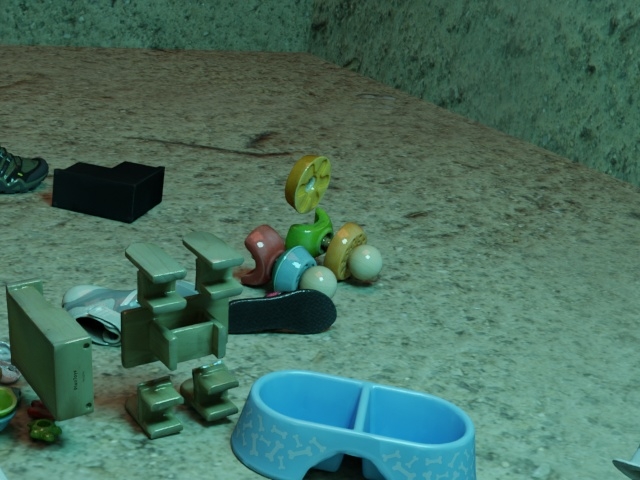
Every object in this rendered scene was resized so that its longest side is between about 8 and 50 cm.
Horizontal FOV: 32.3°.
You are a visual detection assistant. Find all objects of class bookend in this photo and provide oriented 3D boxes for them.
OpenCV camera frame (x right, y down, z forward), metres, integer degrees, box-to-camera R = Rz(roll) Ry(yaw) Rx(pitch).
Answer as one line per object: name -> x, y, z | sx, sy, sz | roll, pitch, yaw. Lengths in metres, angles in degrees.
bookend -> -0.389, -0.101, 2.040 | 0.157, 0.072, 0.156 | 11, 18, 9

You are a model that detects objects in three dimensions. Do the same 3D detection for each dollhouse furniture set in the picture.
dollhouse furniture set -> -0.228, 0.106, 1.316 | 0.242, 0.212, 0.161 | -12, 27, -31

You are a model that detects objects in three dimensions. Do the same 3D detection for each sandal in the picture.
sandal -> -0.062, 0.103, 1.631 | 0.179, 0.067, 0.040 | -1, 10, -20

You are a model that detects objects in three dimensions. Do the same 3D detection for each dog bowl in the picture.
dog bowl -> 0.044, 0.227, 1.308 | 0.297, 0.074, 0.166 | 10, 19, 4

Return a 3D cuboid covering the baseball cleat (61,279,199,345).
baseball cleat -> -0.256, 0.107, 1.549 | 0.206, 0.072, 0.109 | -3, 36, -19

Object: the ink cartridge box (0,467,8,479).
ink cartridge box -> -0.383, 0.212, 0.976 | 0.219, 0.092, 0.160 | 51, 32, 19

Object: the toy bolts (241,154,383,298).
toy bolts -> 0.000, 0.000, 1.778 | 0.158, 0.218, 0.228 | 26, 43, 25

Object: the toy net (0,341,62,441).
toy net -> -0.377, 0.168, 1.326 | 0.122, 0.045, 0.232 | 1, 20, -20

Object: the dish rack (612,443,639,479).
dish rack -> 0.465, 0.278, 1.027 | 0.333, 0.072, 0.285 | 34, -9, -11

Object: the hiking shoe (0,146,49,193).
hiking shoe -> -0.598, -0.148, 2.016 | 0.227, 0.114, 0.086 | -8, 26, -41
